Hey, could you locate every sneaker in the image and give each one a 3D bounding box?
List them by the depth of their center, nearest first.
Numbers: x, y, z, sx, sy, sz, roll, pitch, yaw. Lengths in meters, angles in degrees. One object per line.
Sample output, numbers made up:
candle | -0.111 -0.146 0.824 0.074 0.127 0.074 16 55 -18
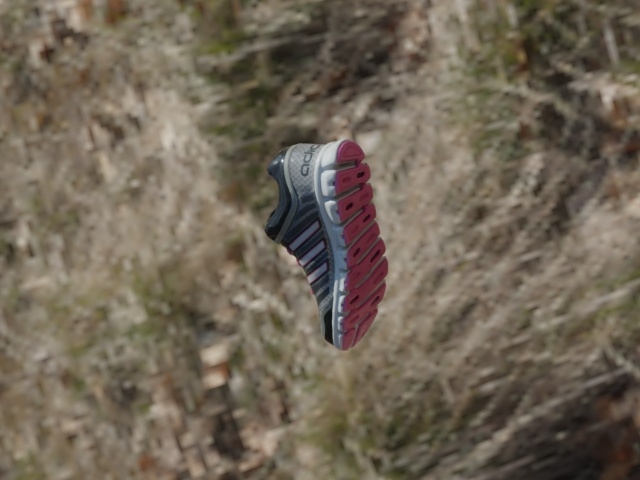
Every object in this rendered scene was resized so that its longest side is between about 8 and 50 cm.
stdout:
sneaker | 0.000 0.000 1.382 0.075 0.063 0.170 12 126 31
